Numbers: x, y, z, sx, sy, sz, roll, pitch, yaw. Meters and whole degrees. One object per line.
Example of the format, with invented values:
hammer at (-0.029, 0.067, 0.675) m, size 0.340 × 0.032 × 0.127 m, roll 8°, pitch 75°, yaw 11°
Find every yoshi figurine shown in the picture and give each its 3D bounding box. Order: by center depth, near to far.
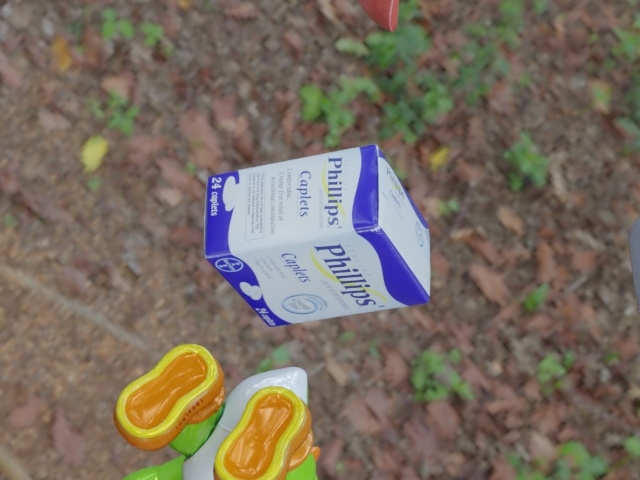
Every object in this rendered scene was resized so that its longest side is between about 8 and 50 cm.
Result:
yoshi figurine at (-0.089, 0.249, 1.439) m, size 0.362 × 0.203 × 0.203 m, roll 78°, pitch 0°, yaw -62°

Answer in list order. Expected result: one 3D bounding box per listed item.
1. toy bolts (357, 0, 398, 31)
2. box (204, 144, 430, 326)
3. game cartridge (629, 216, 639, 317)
toy bolts at (0.017, -0.293, 1.174) m, size 0.158 × 0.228 × 0.218 m, roll 23°, pitch 58°, yaw 12°
box at (0.000, 0.000, 1.182) m, size 0.126 × 0.137 × 0.072 m, roll 52°, pitch 33°, yaw -55°
game cartridge at (0.335, 0.076, 1.137) m, size 0.198 × 0.062 × 0.297 m, roll -31°, pitch 109°, yaw -17°
